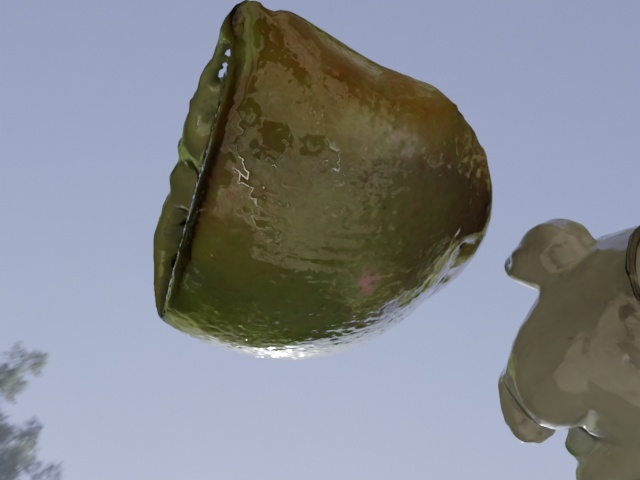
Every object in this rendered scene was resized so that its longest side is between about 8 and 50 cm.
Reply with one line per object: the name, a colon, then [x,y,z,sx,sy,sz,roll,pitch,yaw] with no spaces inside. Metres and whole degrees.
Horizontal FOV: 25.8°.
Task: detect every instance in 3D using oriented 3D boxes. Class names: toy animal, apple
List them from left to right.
apple: [0.000,0.000,0.819,0.193,0.265,0.120,16,-125,-9]
toy animal: [0.231,0.126,0.783,0.209,0.154,0.325,-6,-123,-26]
